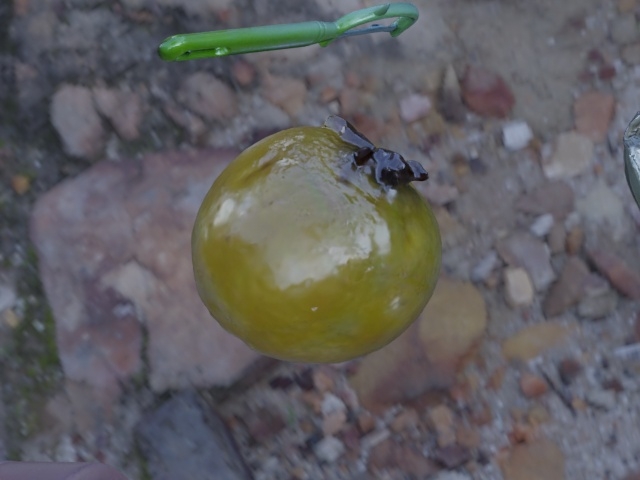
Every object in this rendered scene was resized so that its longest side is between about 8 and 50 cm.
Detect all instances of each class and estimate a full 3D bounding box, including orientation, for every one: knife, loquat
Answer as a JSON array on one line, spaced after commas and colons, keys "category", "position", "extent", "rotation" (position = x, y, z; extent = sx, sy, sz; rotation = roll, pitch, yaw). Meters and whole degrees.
[{"category": "knife", "position": [-0.014, -0.136, 1.102], "extent": [0.054, 0.212, 0.015], "rotation": [-28, 78, 50]}, {"category": "loquat", "position": [0.000, 0.000, 1.555], "extent": [0.244, 0.244, 0.243], "rotation": [-8, 59, 13]}]

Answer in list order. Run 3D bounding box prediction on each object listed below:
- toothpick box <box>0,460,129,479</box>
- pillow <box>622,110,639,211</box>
[{"category": "toothpick box", "position": [-0.141, 0.125, 0.576], "extent": [0.149, 0.098, 0.098], "rotation": [-4, 60, 19]}, {"category": "pillow", "position": [0.241, 0.011, 1.032], "extent": [0.053, 0.119, 0.208], "rotation": [-23, 93, 33]}]
